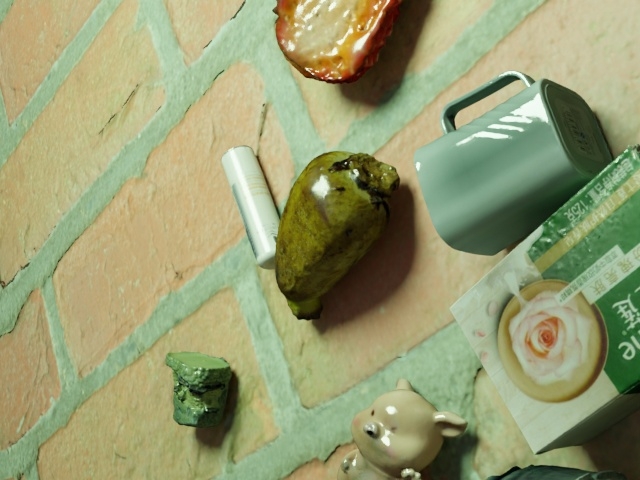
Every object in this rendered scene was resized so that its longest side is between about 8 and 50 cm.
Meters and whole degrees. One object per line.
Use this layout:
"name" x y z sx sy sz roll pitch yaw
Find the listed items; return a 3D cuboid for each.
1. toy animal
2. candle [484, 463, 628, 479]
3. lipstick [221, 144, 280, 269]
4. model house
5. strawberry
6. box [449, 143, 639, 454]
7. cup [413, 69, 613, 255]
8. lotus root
"toy animal" 0.059 0.190 0.788 0.083 0.089 0.150 38 111 17
"candle" 0.231 0.249 0.502 0.343 0.221 0.221 -6 82 42
"lipstick" -0.069 -0.035 0.962 0.040 0.040 0.141 -40 60 36
"model house" -0.140 0.172 0.994 0.079 0.066 0.083 12 96 47
"strawberry" 0.039 -0.234 0.855 0.121 0.082 0.188 46 110 16
"box" 0.207 0.047 0.645 0.199 0.081 0.135 -49 54 33
"cup" 0.148 -0.069 0.708 0.129 0.095 0.128 -31 62 36
"lotus root" 0.000 0.000 0.854 0.190 0.095 0.108 -60 14 29
